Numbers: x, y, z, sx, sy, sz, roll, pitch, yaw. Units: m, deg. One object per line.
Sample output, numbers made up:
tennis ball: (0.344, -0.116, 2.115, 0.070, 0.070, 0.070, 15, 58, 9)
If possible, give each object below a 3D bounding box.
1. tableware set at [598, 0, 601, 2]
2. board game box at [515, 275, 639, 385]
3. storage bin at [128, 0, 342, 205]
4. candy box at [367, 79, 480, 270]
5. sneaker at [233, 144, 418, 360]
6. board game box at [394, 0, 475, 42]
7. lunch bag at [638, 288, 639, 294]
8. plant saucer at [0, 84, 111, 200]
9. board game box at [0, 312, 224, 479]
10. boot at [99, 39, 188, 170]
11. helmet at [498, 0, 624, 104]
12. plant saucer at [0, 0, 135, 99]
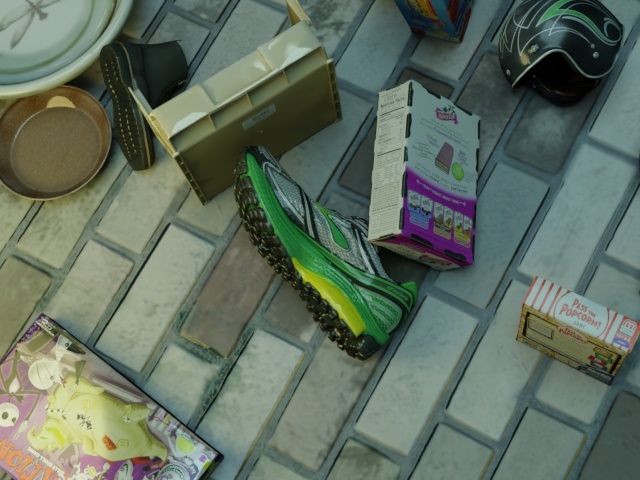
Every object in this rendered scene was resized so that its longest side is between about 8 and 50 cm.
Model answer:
tableware set: (0.392, -0.428, 1.753, 0.141, 0.020, 0.169, 26, 77, 17)
board game box: (0.337, 0.123, 1.474, 0.146, 0.193, 0.045, 26, 76, 14)
storage bin: (-0.115, -0.201, 1.613, 0.262, 0.260, 0.123, -32, 74, -4)
candy box: (0.150, -0.090, 1.590, 0.071, 0.159, 0.233, -13, 63, 45)
sneaker: (0.000, 0.000, 1.594, 0.146, 0.134, 0.343, -38, 89, -18)
board game box: (0.194, -0.469, 1.602, 0.086, 0.302, 0.308, 17, 92, 12)
lunch bag: (0.477, 0.041, 1.543, 0.053, 0.083, 0.071, 25, 76, 14)
plant saucer: (-0.420, -0.150, 1.750, 0.198, 0.036, 0.199, -2, 71, 7)
board game box: (-0.334, 0.283, 1.584, 0.347, 0.056, 0.208, 34, 83, 17)
boot: (-0.253, -0.216, 1.737, 0.137, 0.077, 0.198, -17, 103, -38)
helmet: (0.346, -0.289, 1.636, 0.161, 0.169, 0.169, 23, 75, -2)
plant saucer: (-0.479, -0.395, 1.810, 0.400, 0.100, 0.401, -2, 71, 6)
